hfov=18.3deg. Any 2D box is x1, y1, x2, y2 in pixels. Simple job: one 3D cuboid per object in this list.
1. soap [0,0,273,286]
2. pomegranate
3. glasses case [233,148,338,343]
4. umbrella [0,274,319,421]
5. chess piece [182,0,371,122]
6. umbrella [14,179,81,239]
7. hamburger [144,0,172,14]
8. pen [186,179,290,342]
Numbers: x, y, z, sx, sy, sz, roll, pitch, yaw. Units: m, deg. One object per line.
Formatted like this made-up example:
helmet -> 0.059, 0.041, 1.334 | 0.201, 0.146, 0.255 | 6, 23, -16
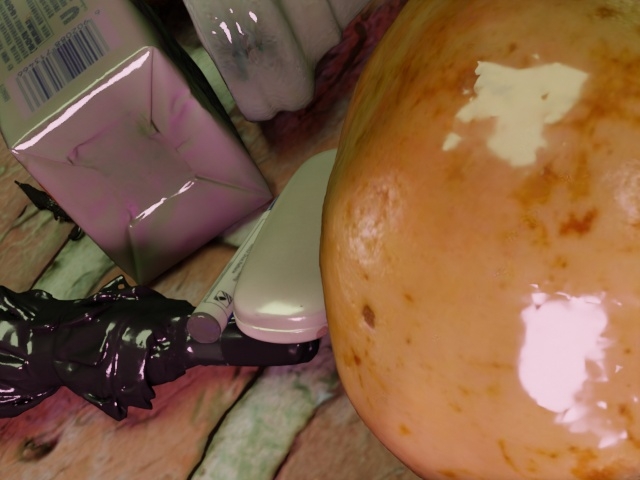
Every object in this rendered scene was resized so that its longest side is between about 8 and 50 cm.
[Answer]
soap -> -0.157, -0.099, 1.515 | 0.138, 0.182, 0.199 | -38, 40, 4
pomegranate -> 0.168, -0.006, 1.101 | 0.342, 0.342, 0.342 | -21, 42, 20
glasses case -> 0.000, 0.000, 1.374 | 0.081, 0.051, 0.204 | 5, 38, 19
umbrella -> -0.160, 0.075, 1.430 | 0.340, 0.118, 0.118 | -4, 50, 24
chess piece -> 0.039, -0.232, 1.509 | 0.299, 0.194, 0.194 | -25, 40, 2
umbrella -> -0.224, -0.031, 1.635 | 0.122, 0.013, 0.022 | 37, 100, 49
hamburger -> -0.209, -0.287, 1.703 | 0.170, 0.246, 0.246 | -31, 40, 12
pen -> -0.046, 0.009, 1.400 | 0.025, 0.025, 0.204 | -13, 25, 28
